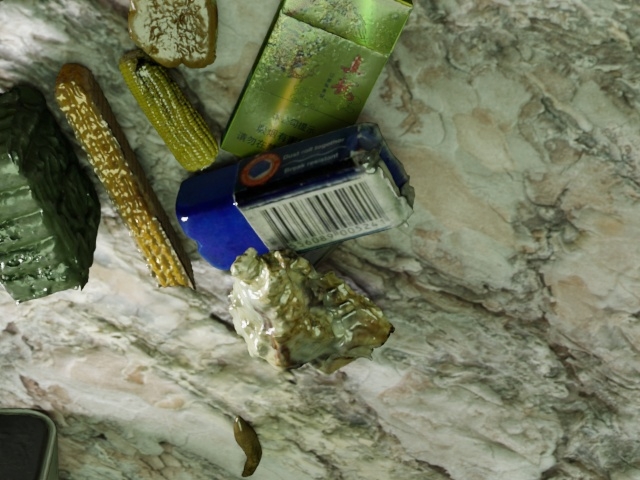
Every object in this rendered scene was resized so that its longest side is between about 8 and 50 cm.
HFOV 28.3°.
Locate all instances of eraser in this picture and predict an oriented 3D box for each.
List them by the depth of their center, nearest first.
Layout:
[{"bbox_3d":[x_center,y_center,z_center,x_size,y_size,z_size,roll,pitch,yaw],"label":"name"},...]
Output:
[{"bbox_3d":[-0.034,-0.058,1.852,0.332,0.101,0.155,-15,133,22],"label":"eraser"}]

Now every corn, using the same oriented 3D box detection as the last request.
[{"bbox_3d":[-0.217,-0.186,1.829,0.072,0.072,0.203,-28,116,12],"label":"corn"}]

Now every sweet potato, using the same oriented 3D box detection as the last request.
[{"bbox_3d":[-0.123,0.350,2.158,0.041,0.038,0.153,8,130,17],"label":"sweet potato"}]

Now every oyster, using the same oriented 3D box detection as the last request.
[{"bbox_3d":[-0.034,0.132,1.937,0.201,0.107,0.354,-27,134,26],"label":"oyster"}]

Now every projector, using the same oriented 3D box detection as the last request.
[{"bbox_3d":[-0.557,0.441,2.062,0.248,0.248,0.249,2,119,-4],"label":"projector"}]

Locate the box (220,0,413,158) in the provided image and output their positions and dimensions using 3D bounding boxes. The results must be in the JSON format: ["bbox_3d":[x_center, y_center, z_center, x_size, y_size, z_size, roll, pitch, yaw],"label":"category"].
[{"bbox_3d":[-0.010,-0.238,1.826,0.173,0.043,0.311,20,117,-14],"label":"box"}]

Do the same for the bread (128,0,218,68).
[{"bbox_3d":[-0.205,-0.310,1.761,0.128,0.069,0.140,-3,119,0],"label":"bread"}]

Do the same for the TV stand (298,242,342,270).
[{"bbox_3d":[0.000,0.000,1.959,0.040,0.049,0.256,35,111,-22],"label":"TV stand"}]

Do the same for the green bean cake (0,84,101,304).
[{"bbox_3d":[-0.413,-0.071,1.785,0.132,0.241,0.255,-15,119,7],"label":"green bean cake"}]

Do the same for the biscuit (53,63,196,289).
[{"bbox_3d":[-0.287,-0.086,1.870,0.054,0.094,0.378,-23,119,3],"label":"biscuit"}]
